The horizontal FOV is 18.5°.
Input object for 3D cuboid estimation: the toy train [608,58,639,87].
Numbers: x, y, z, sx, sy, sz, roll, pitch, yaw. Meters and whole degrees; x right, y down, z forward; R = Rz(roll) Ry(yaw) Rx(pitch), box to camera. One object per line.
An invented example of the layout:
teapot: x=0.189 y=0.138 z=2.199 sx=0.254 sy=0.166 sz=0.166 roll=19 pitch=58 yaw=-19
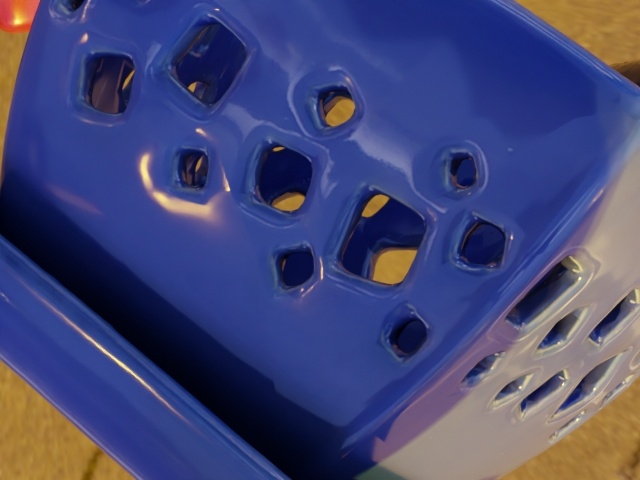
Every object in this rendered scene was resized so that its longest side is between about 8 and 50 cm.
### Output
toy train: x=0.187 y=-0.040 z=1.097 sx=0.190 sy=0.334 sz=0.142 roll=3 pitch=88 yaw=-27

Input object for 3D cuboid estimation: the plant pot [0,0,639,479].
plant pot: x=0.000 y=0.000 z=0.764 sx=0.236 sy=0.236 sz=0.212 roll=37 pitch=91 yaw=22

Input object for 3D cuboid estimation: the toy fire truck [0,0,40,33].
toy fire truck: x=-0.199 y=-0.159 z=0.960 sx=0.217 sy=0.246 sz=0.158 roll=-9 pitch=117 yaw=-26
